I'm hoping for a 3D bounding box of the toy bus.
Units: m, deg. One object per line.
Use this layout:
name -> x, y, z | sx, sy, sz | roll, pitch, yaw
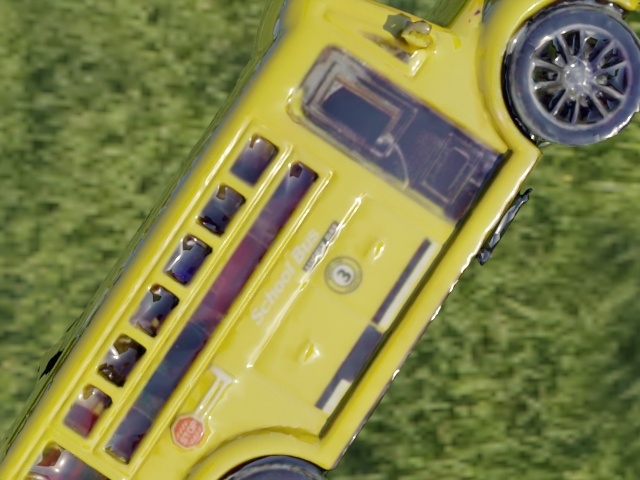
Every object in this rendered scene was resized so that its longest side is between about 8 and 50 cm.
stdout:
toy bus -> 0.000, 0.000, 0.836 | 0.331, 0.151, 0.145 | -57, 5, 0
